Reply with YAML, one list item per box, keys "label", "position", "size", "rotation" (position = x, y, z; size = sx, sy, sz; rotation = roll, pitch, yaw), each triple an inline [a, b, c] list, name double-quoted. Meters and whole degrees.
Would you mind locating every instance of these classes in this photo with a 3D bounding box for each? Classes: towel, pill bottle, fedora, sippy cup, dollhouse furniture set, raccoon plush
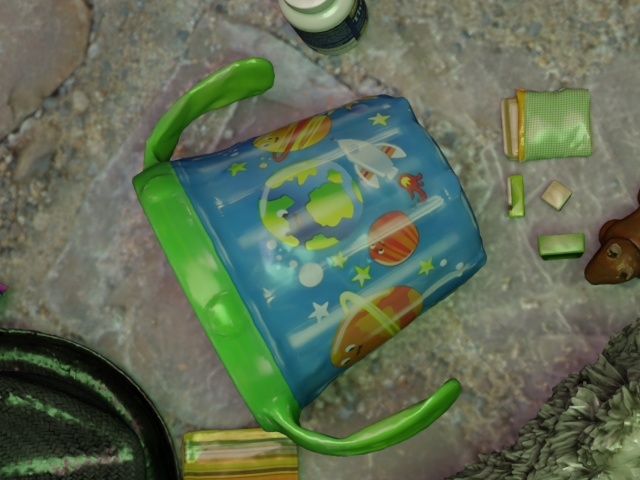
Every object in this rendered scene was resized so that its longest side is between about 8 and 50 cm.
- label: "towel"
  position: [-0.065, 0.268, 1.029]
  size: [0.102, 0.021, 0.237]
  rotation: [-7, 62, 6]
- label: "pill bottle"
  position: [0.001, -0.205, 1.065]
  size: [0.067, 0.120, 0.067]
  rotation: [-1, 83, 11]
- label: "fedora"
  position: [-0.257, 0.198, 0.980]
  size: [0.334, 0.152, 0.334]
  rotation: [7, 68, -19]
- label: "sippy cup"
  position: [0.000, 0.000, 1.001]
  size: [0.224, 0.240, 0.305]
  rotation: [-29, 103, -4]
- label: "dollhouse furniture set"
  position: [0.192, -0.060, 1.042]
  size: [0.076, 0.058, 0.152]
  rotation: [-4, 83, 10]
- label: "raccoon plush"
  position: [0.075, 0.198, 0.862]
  size: [0.446, 0.216, 0.299]
  rotation: [2, 111, -6]

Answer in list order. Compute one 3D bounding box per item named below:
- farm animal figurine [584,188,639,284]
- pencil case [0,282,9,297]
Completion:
- label: "farm animal figurine"
  position: [0.354, 0.085, 0.934]
  size: [0.326, 0.172, 0.330]
  rotation: [-18, 80, 8]
- label: "pencil case"
  position: [-0.334, 0.103, 1.122]
  size: [0.070, 0.064, 0.152]
  rotation: [14, 86, 28]
